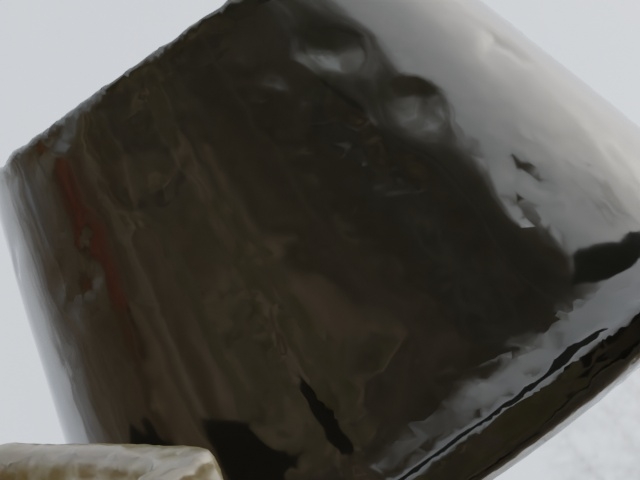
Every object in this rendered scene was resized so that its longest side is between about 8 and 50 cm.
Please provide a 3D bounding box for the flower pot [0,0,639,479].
[{"bbox_3d":[0.000,0.000,0.592,0.269,0.269,0.166,-32,-89,23],"label":"flower pot"}]

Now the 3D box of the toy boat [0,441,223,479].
[{"bbox_3d":[-0.111,0.093,0.378,0.188,0.116,0.061,-6,-74,41],"label":"toy boat"}]
